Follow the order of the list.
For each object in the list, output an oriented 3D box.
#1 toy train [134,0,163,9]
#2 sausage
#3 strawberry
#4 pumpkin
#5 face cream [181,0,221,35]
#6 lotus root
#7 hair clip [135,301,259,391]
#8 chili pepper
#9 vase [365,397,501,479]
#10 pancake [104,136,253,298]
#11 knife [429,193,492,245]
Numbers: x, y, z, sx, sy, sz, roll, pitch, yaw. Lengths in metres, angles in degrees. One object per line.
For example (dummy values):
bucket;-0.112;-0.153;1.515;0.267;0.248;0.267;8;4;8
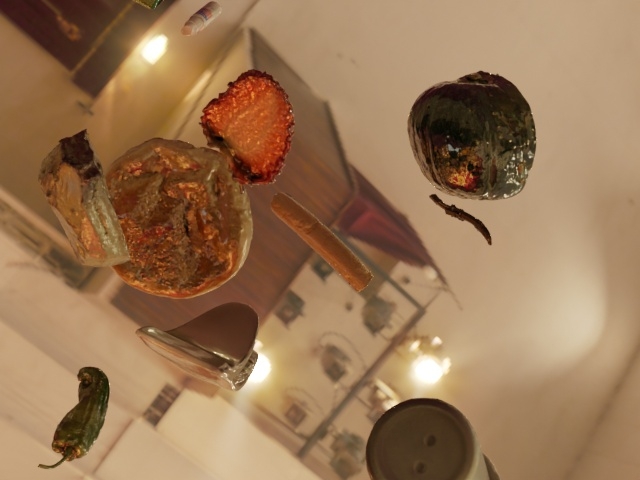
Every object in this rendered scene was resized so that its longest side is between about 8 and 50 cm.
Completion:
toy train;-0.246;-0.367;1.262;0.091;0.136;0.227;-58;-170;21
sausage;0.001;-0.001;2.243;0.066;0.301;0.066;-47;174;-6
strawberry;-0.088;-0.180;1.516;0.208;0.167;0.087;-28;-168;44
pumpkin;0.292;-0.212;2.056;0.197;0.263;0.293;-10;-157;-22
face cream;-0.225;-0.413;1.823;0.034;0.034;0.130;-32;-164;33
lotus root;-0.276;-0.054;1.099;0.070;0.144;0.143;-20;-122;-14
hair clip;-0.194;0.193;1.723;0.282;0.172;0.113;-32;142;-63
chili pepper;-0.396;0.304;1.586;0.072;0.073;0.204;-49;-160;46
vase;0.174;0.394;1.608;0.245;0.291;0.245;-6;-121;11
pancake;-0.333;-0.041;2.193;0.387;0.387;0.082;-41;-167;15
knife;0.320;-0.060;2.248;0.021;0.045;0.222;-24;-137;-26
